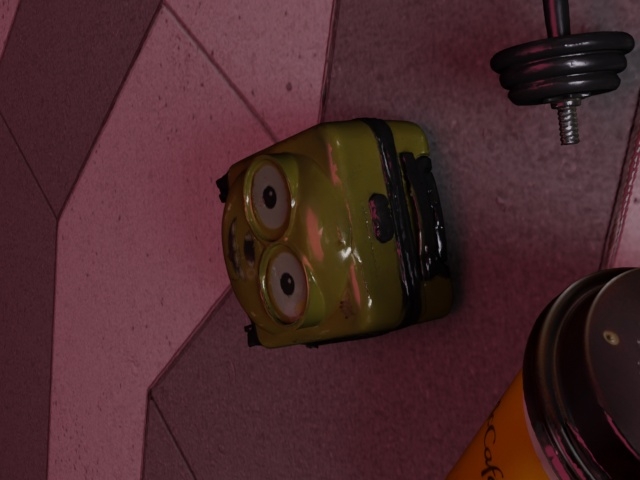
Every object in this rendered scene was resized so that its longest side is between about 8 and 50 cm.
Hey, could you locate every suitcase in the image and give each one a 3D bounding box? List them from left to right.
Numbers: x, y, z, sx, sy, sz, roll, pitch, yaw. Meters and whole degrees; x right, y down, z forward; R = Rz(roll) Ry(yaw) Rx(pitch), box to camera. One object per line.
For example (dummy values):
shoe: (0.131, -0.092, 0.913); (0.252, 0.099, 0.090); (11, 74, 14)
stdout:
suitcase: (0.000, 0.000, 0.898); (0.235, 0.143, 0.193); (-18, 80, 54)

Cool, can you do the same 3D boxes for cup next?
cup: (0.181, 0.152, 0.639); (0.196, 0.196, 0.279); (64, 149, 26)

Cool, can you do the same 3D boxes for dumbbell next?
dumbbell: (0.162, -0.170, 0.680); (0.099, 0.099, 0.208); (-5, 92, 55)
